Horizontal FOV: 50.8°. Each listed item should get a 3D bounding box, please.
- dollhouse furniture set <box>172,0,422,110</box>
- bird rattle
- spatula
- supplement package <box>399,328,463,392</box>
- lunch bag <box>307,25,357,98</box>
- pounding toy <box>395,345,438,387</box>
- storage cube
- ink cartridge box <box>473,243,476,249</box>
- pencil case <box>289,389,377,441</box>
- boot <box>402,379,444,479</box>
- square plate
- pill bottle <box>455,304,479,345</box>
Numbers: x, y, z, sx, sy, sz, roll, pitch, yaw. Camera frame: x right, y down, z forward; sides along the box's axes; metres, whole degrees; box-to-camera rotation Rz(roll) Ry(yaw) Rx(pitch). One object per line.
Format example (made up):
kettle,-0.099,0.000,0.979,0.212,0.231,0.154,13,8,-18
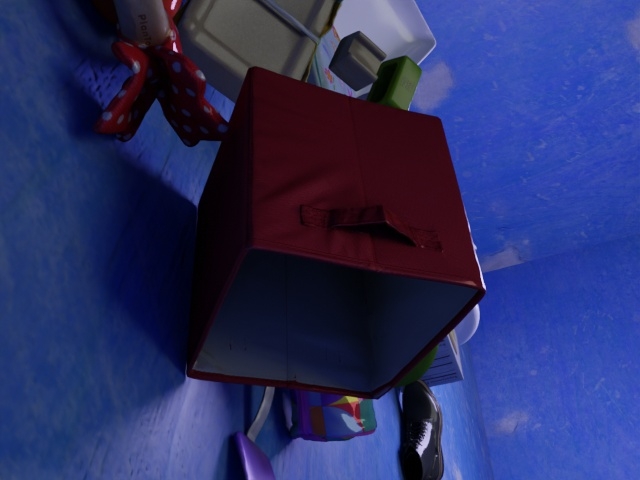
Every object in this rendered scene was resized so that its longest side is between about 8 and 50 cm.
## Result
dollhouse furniture set,-0.049,-0.211,0.826,0.302,0.151,0.197,34,65,-28
bird rattle,-0.141,-0.202,0.546,0.207,0.143,0.253,-114,-176,-64
spatula,-0.056,0.144,0.665,0.084,0.031,0.296,61,19,-46
supplement package,0.188,0.166,1.351,0.139,0.134,0.244,-84,154,-54
lunch bag,-0.024,-0.268,1.074,0.224,0.108,0.279,29,46,-66
pounding toy,0.049,0.096,0.907,0.110,0.183,0.236,-13,87,-50
storage cube,0.000,0.000,0.573,0.215,0.184,0.193,120,-26,-45
ink cartridge box,0.203,-0.099,1.516,0.330,0.071,0.324,50,11,17
pencil case,-0.001,0.101,0.742,0.104,0.105,0.236,20,60,-73
boot,0.183,0.357,1.263,0.137,0.077,0.197,31,44,-62
square plate,0.067,-0.455,1.358,0.344,0.049,0.347,54,53,-21
pill bottle,0.290,0.109,1.694,0.334,0.188,0.187,-78,149,-62
